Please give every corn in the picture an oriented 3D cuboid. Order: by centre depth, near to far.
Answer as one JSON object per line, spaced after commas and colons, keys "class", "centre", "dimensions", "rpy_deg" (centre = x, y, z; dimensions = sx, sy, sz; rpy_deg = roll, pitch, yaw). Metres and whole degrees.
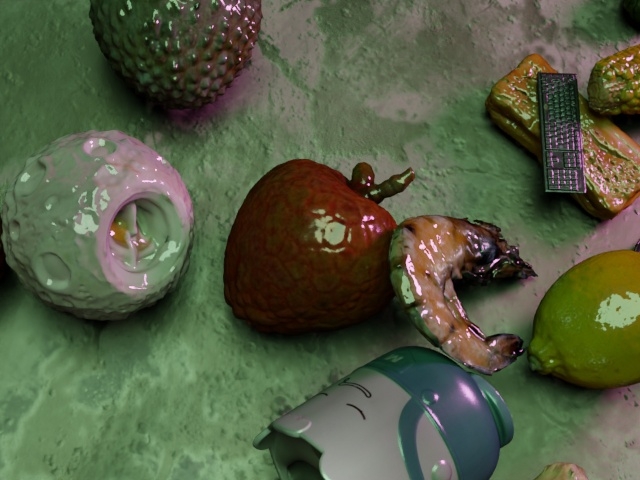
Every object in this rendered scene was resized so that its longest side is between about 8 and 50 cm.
{"class": "corn", "centre": [0.535, -0.256, 1.819], "dimensions": [0.322, 0.119, 0.119], "rpy_deg": [-11, 68, -25]}

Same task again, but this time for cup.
{"class": "cup", "centre": [0.064, 0.260, 1.523], "dimensions": [0.257, 0.289, 0.219], "rpy_deg": [-30, 110, -27]}

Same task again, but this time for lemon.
{"class": "lemon", "centre": [0.391, 0.112, 1.647], "dimensions": [0.248, 0.184, 0.184], "rpy_deg": [-23, 71, -3]}

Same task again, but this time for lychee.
{"class": "lychee", "centre": [0.000, 0.000, 1.629], "dimensions": [0.255, 0.255, 0.300], "rpy_deg": [35, 98, 11]}
{"class": "lychee", "centre": [-0.210, -0.329, 1.767], "dimensions": [0.255, 0.255, 0.274], "rpy_deg": [-11, 100, -8]}

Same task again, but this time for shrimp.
{"class": "shrimp", "centre": [0.208, 0.073, 1.601], "dimensions": [0.071, 0.365, 0.233], "rpy_deg": [-32, 69, 30]}

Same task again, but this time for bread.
{"class": "bread", "centre": [0.378, -0.159, 1.811], "dimensions": [0.139, 0.077, 0.271], "rpy_deg": [-41, 76, -18]}

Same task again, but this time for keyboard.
{"class": "keyboard", "centre": [0.352, -0.159, 1.761], "dimensions": [0.063, 0.010, 0.198], "rpy_deg": [3, 67, -5]}

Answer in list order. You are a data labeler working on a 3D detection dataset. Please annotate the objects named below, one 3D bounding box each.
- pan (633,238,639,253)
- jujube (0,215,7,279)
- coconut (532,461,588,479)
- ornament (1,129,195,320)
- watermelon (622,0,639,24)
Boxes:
{"class": "pan", "centre": [0.511, 0.079, 1.739], "dimensions": [0.115, 0.040, 0.212], "rpy_deg": [3, 60, -3]}
{"class": "jujube", "centre": [-0.542, -0.034, 1.643], "dimensions": [0.197, 0.197, 0.290], "rpy_deg": [-32, 72, -15]}
{"class": "coconut", "centre": [0.280, 0.446, 1.394], "dimensions": [0.404, 0.404, 0.405], "rpy_deg": [1, 67, -3]}
{"class": "ornament", "centre": [-0.304, -0.021, 1.618], "dimensions": [0.225, 0.259, 0.259], "rpy_deg": [12, 60, 44]}
{"class": "watermelon", "centre": [0.523, -0.387, 1.900], "dimensions": [0.109, 0.109, 0.109], "rpy_deg": [1, 67, -3]}
